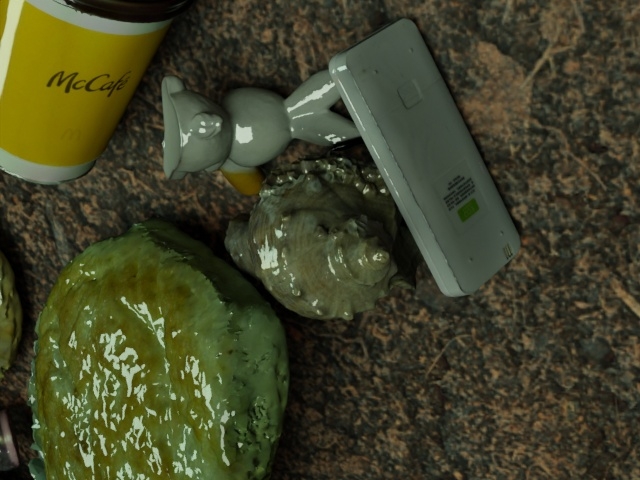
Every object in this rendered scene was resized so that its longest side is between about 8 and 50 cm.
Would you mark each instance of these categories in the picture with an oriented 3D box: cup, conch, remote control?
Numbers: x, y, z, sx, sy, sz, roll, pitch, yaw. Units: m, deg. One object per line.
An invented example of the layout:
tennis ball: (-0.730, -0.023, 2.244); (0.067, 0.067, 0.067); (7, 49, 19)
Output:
cup: (-0.239, -0.196, 0.976); (0.196, 0.196, 0.279); (34, 127, 4)
conch: (0.000, 0.000, 0.975); (0.178, 0.162, 0.245); (31, 164, -33)
remote control: (0.100, -0.075, 0.944); (0.034, 0.103, 0.250); (-13, 110, 53)

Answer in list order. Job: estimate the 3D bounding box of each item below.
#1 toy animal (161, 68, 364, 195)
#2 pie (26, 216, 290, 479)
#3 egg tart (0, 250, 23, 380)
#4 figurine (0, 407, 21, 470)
toy animal: (-0.056, -0.099, 0.991); (0.127, 0.182, 0.130); (20, 116, 61)
pie: (-0.166, 0.175, 1.066); (0.395, 0.181, 0.417); (44, 127, 40)
egg tart: (-0.542, 0.069, 1.217); (0.388, 0.169, 0.387); (6, 109, 17)
figurine: (-0.440, 0.406, 1.239); (0.253, 0.211, 0.361); (-51, 58, 44)
